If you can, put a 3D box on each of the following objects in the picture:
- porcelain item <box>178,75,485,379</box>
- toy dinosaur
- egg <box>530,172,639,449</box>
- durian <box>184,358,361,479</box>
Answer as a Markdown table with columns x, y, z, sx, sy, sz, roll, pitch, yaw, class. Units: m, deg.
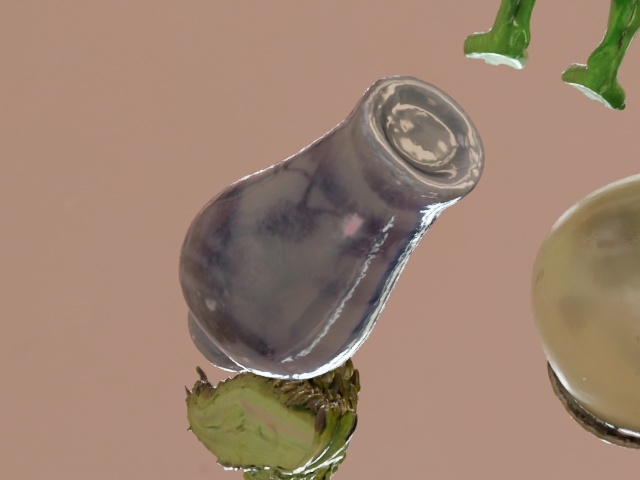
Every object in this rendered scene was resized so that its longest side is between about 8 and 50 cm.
| x | y | z | sx | sy | sz | roll | pitch | yaw | class |
| --- | --- | --- | --- | --- | --- | --- | --- | --- | --- |
| 0.000 | 0.000 | 1.147 | 0.141 | 0.259 | 0.141 | 20 | -130 | -26 | porcelain item |
| 0.253 | -0.297 | 1.341 | 0.500 | 0.144 | 0.375 | 117 | 176 | -78 | toy dinosaur |
| 0.315 | 0.030 | 1.518 | 0.174 | 0.286 | 0.264 | 60 | -162 | -48 | egg |
| -0.032 | 0.151 | 1.514 | 0.375 | 0.106 | 0.132 | 176 | 105 | -69 | durian |
